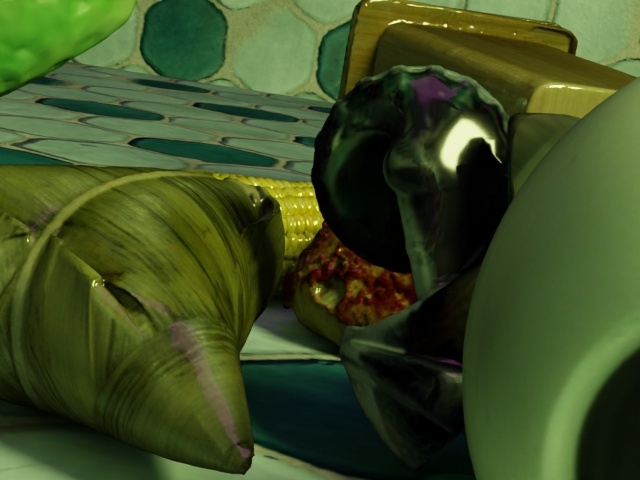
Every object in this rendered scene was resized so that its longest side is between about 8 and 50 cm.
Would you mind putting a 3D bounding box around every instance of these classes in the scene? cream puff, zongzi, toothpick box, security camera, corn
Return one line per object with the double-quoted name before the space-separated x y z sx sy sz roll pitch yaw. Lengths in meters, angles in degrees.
"cream puff" 0.055 0.017 0.757 0.149 0.084 0.149 8 7 -1
"zongzi" -0.038 0.029 0.569 0.204 0.094 0.205 21 14 36
"toothpick box" 0.139 -0.056 1.013 0.190 0.188 0.308 7 13 -18
"security camera" 0.152 0.036 0.386 0.236 0.195 0.194 9 9 -17
"corn" 0.000 0.000 0.847 0.203 0.072 0.072 4 10 -29

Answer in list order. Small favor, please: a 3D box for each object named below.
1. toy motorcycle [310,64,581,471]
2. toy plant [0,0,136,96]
"toy motorcycle" 0.119 0.028 0.543 0.270 0.159 0.106 14 -5 8
"toy plant" -0.271 -0.091 0.514 0.317 0.211 0.356 -24 -27 15
